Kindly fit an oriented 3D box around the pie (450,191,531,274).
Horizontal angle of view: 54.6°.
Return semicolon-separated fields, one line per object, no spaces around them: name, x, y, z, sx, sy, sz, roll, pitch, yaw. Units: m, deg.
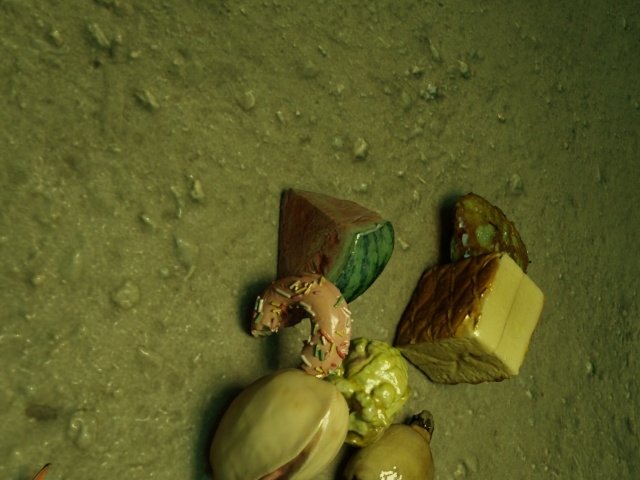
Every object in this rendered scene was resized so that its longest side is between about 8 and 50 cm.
pie;0.473;0.017;1.761;0.355;0.103;0.288;37;51;-30

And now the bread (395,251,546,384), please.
bread;0.371;0.198;1.557;0.207;0.279;0.279;45;58;-19

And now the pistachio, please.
pistachio;-0.076;0.382;1.208;0.230;0.230;0.309;39;100;-23

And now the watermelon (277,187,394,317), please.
watermelon;0.004;0.033;1.394;0.293;0.283;0.250;28;45;0

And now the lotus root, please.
lotus root;0.177;0.511;1.422;0.310;0.183;0.182;-35;100;-42

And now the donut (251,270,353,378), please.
donut;-0.039;0.165;1.286;0.085;0.233;0.199;8;110;-61

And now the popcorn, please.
popcorn;0.085;0.327;1.360;0.212;0.259;0.259;35;50;24

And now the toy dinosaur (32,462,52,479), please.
toy dinosaur;-0.487;0.506;1.010;0.102;0.055;0.279;15;72;-23
